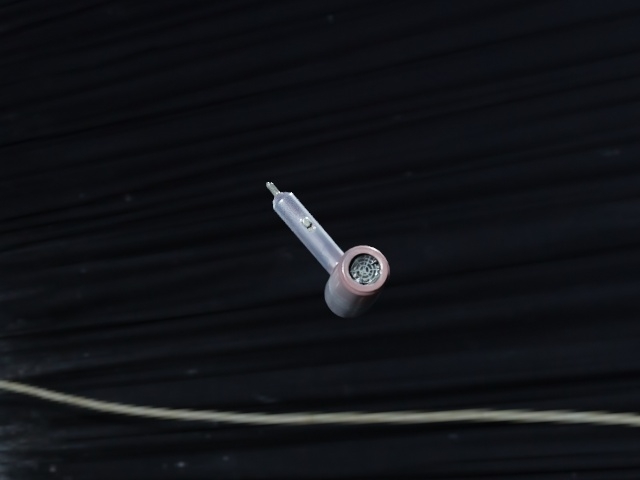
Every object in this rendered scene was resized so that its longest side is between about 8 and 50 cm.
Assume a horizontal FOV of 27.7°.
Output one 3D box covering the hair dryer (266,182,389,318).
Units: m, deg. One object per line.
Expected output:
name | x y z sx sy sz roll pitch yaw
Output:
hair dryer | 0.000 0.000 0.910 0.037 0.063 0.114 -38 80 -19
